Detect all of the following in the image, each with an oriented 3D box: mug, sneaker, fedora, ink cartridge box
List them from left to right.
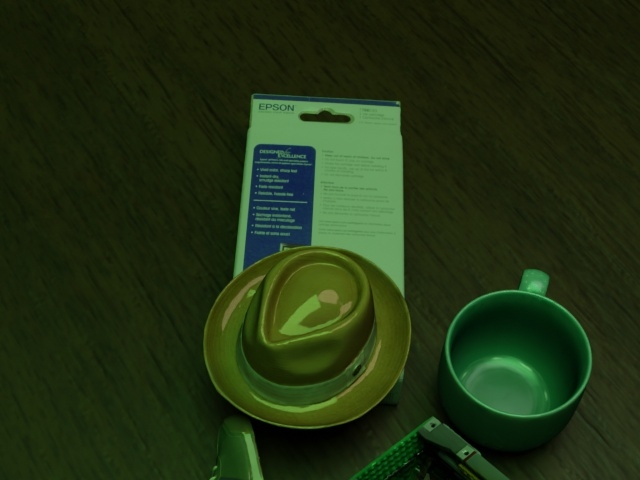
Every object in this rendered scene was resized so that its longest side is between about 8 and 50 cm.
[{"bbox_3d":[-0.084,0.233,0.963,0.086,0.064,0.192,-10,50,-8],"label":"sneaker"},{"bbox_3d":[-0.010,0.068,1.004,0.194,0.079,0.194,1,56,-1],"label":"fedora"},{"bbox_3d":[0.000,0.000,1.139,0.165,0.065,0.333,3,56,0],"label":"ink cartridge box"},{"bbox_3d":[0.181,0.117,1.041,0.157,0.097,0.129,-33,62,-24],"label":"mug"}]

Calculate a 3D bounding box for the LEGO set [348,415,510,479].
[{"bbox_3d":[0.065,0.304,0.810,0.331,0.255,0.192,-26,43,-28],"label":"LEGO set"}]
